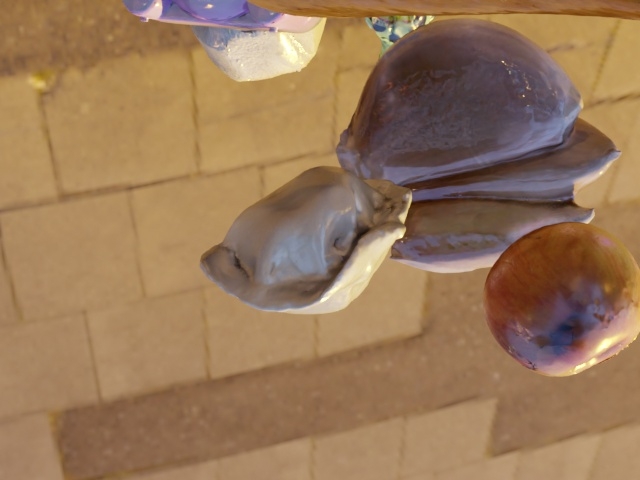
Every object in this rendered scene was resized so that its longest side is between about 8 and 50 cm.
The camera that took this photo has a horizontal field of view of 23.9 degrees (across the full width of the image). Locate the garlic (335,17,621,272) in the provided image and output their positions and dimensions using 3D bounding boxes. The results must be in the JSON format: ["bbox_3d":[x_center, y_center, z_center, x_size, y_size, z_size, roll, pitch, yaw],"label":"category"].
[{"bbox_3d":[0.165,-0.109,1.681,0.325,0.279,0.132,-16,-176,17],"label":"garlic"}]

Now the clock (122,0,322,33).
[{"bbox_3d":[-0.084,-0.332,1.500,0.227,0.248,0.090,9,-176,32],"label":"clock"}]

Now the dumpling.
[{"bbox_3d":[0.000,0.000,1.473,0.250,0.162,0.132,-31,126,-38],"label":"dumpling"}]

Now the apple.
[{"bbox_3d":[0.218,0.057,1.346,0.146,0.147,0.146,-12,150,-7],"label":"apple"}]

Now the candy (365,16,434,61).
[{"bbox_3d":[0.091,-0.223,1.938,0.091,0.083,0.305,-8,142,-10],"label":"candy"}]

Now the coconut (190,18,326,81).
[{"bbox_3d":[-0.070,-0.266,1.773,0.161,0.161,0.162,-24,152,15],"label":"coconut"}]

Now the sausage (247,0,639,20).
[{"bbox_3d":[0.123,-0.140,0.579,0.500,0.123,0.136,10,158,43],"label":"sausage"}]
